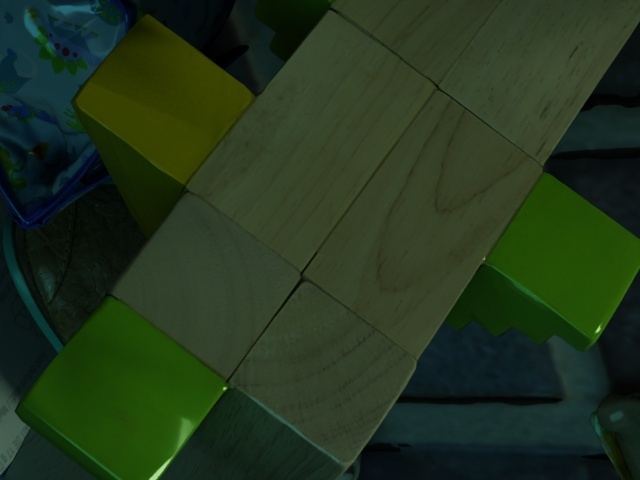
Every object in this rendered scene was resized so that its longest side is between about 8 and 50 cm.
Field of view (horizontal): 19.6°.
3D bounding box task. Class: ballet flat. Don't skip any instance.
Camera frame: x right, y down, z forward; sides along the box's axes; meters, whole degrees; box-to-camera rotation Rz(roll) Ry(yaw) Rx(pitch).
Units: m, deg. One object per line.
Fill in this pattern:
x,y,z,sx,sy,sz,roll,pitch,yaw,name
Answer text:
-0.051,0.094,1.006,0.124,0.116,0.342,-16,123,9,ballet flat

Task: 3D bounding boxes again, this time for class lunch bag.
-0.098,-0.092,0.868,0.096,0.129,0.151,29,133,10,lunch bag

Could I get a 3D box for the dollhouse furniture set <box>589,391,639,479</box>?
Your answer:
0.302,0.151,0.885,0.301,0.151,0.198,14,130,57,dollhouse furniture set

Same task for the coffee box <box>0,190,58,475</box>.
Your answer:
-0.363,0.067,0.990,0.334,0.338,0.338,-14,118,35,coffee box

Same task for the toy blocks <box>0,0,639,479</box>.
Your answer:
0.000,0.000,0.763,0.190,0.381,0.261,37,148,-1,toy blocks
